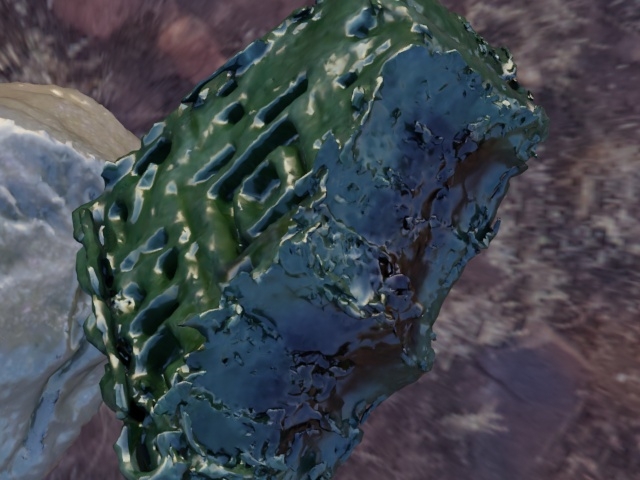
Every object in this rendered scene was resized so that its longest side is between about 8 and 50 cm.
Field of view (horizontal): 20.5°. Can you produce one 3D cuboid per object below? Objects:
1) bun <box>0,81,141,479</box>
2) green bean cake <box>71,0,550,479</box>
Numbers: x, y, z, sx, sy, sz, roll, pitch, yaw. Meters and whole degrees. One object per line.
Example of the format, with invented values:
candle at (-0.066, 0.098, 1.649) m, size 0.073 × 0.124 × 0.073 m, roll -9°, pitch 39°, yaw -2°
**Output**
bun at (-0.206, 0.015, 0.984) m, size 0.281 × 0.281 × 0.205 m, roll -45°, pitch 114°, yaw -4°
green bean cake at (0.000, 0.000, 0.737) m, size 0.208 × 0.193 × 0.107 m, roll -38°, pitch 126°, yaw 16°
